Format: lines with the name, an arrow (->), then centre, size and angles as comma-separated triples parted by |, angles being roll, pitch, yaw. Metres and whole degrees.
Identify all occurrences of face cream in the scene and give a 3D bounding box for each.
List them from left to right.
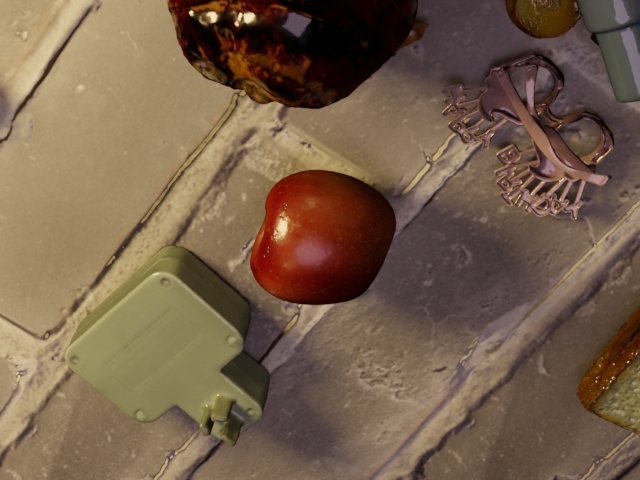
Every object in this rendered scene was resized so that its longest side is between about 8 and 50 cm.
face cream -> 0.323, -0.349, 1.705 | 0.136, 0.086, 0.385 | -16, 103, 13

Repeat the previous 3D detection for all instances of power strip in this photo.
power strip -> -0.193, 0.173, 2.041 | 0.261, 0.141, 0.229 | 43, 116, -17

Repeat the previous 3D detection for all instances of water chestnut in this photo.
water chestnut -> -0.035, -0.294, 1.694 | 0.289, 0.244, 0.289 | 19, 128, 27

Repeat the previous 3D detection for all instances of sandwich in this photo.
sandwich -> 0.542, 0.186, 2.019 | 0.301, 0.099, 0.271 | 30, 114, -10

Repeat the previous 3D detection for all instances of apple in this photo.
apple -> 0.000, 0.000, 1.898 | 0.168, 0.181, 0.181 | 20, 120, -9

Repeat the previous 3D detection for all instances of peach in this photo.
peach -> 0.264, -0.289, 1.772 | 0.098, 0.061, 0.098 | -6, 105, -22

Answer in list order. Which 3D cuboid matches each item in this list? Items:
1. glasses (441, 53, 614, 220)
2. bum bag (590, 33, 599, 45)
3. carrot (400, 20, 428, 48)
glasses -> 0.264, -0.116, 1.859 | 0.162, 0.095, 0.255 | -31, 112, 29
bum bag -> 0.369, -0.277, 1.786 | 0.058, 0.034, 0.124 | 14, 121, -4
carrot -> 0.011, -0.240, 1.824 | 0.248, 0.059, 0.059 | -6, 121, 4
